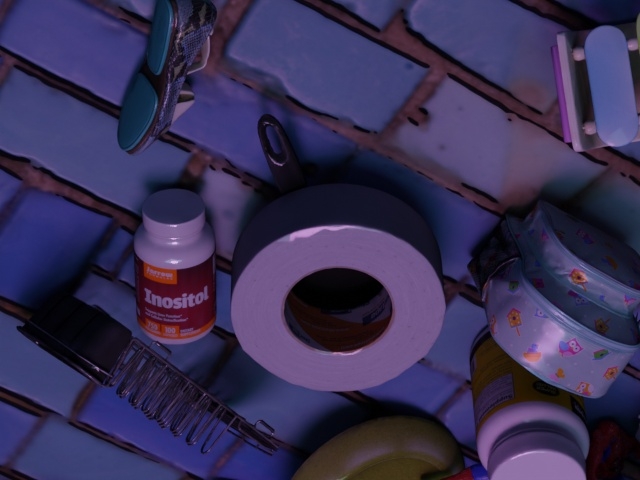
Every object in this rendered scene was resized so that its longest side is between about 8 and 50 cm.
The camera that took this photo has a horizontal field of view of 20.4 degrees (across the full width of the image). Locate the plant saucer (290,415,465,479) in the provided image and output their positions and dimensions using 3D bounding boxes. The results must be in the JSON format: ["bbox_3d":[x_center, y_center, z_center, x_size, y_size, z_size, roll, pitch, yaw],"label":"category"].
[{"bbox_3d":[0.065,0.309,2.024,0.241,0.037,0.241,-12,124,-19],"label":"plant saucer"}]

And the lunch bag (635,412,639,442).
[{"bbox_3d":[0.486,0.187,1.906,0.262,0.160,0.223,16,140,4],"label":"lunch bag"}]

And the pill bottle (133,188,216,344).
[{"bbox_3d":[-0.151,0.026,1.845,0.086,0.086,0.152,1,126,0],"label":"pill bottle"}]

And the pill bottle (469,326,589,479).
[{"bbox_3d":[0.222,0.187,1.883,0.119,0.208,0.119,0,127,0],"label":"pill bottle"}]

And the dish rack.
[{"bbox_3d":[-0.174,0.155,1.881,0.271,0.208,0.074,40,81,-27],"label":"dish rack"}]

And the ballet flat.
[{"bbox_3d":[-0.144,-0.158,1.728,0.070,0.070,0.188,16,129,-11],"label":"ballet flat"}]

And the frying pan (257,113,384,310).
[{"bbox_3d":[-0.021,0.017,1.859,0.197,0.053,0.326,-34,117,22],"label":"frying pan"}]

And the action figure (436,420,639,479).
[{"bbox_3d":[0.267,0.288,1.983,0.280,0.139,0.091,-19,131,-8],"label":"action figure"}]

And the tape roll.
[{"bbox_3d":[0.017,0.050,1.814,0.219,0.072,0.219,0,126,0],"label":"tape roll"}]

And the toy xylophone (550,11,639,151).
[{"bbox_3d":[0.386,-0.135,1.672,0.322,0.081,0.236,-17,92,8],"label":"toy xylophone"}]

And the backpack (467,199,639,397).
[{"bbox_3d":[0.248,0.062,1.803,0.166,0.188,0.144,28,122,-18],"label":"backpack"}]
